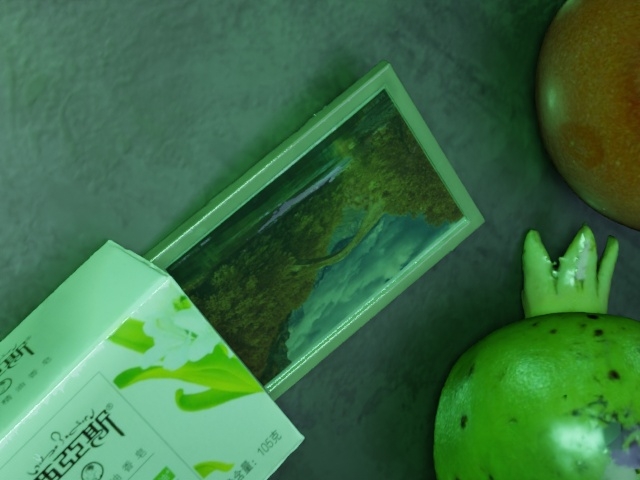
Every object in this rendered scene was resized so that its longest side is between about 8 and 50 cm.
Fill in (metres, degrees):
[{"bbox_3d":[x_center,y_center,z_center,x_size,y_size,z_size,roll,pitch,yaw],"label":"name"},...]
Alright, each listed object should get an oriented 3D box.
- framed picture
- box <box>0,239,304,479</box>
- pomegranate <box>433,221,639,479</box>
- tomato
[{"bbox_3d":[0.000,0.000,1.027,0.250,0.016,0.184,-39,124,-6],"label":"framed picture"},{"bbox_3d":[-0.170,0.161,0.931,0.260,0.111,0.194,-45,124,-12],"label":"box"},{"bbox_3d":[0.229,0.150,1.131,0.260,0.260,0.340,14,67,-36],"label":"pomegranate"},{"bbox_3d":[0.307,-0.129,1.090,0.256,0.224,0.255,-8,105,-31],"label":"tomato"}]
